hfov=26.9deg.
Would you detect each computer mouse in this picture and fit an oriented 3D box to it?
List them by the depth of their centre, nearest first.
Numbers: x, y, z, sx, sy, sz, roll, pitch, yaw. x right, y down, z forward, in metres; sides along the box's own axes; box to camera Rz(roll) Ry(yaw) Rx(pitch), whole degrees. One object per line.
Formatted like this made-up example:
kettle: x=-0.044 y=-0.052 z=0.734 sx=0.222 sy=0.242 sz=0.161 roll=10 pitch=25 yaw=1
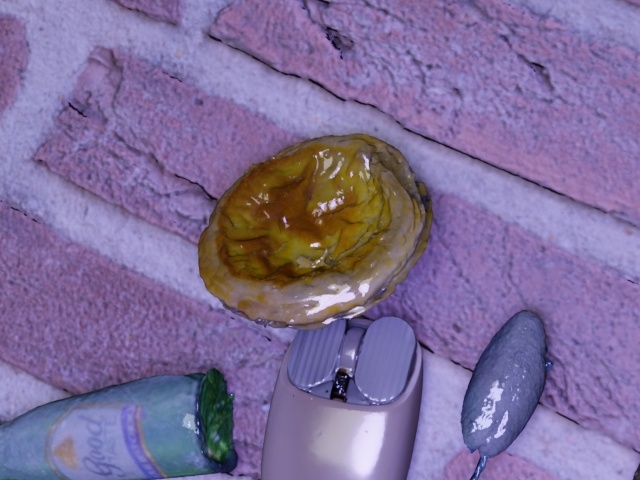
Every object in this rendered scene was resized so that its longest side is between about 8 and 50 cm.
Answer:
computer mouse: x=0.019 y=0.183 z=1.292 sx=0.145 sy=0.082 sz=0.236 roll=12 pitch=86 yaw=17

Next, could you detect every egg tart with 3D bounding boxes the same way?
egg tart: x=0.000 y=0.000 z=1.293 sx=0.241 sy=0.106 sz=0.241 roll=-13 pitch=46 yaw=14

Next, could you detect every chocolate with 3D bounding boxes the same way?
chocolate: x=-0.235 y=0.202 z=1.350 sx=0.291 sy=0.110 sz=0.110 roll=-11 pitch=79 yaw=15

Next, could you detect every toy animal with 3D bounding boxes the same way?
toy animal: x=0.151 y=0.184 z=1.256 sx=0.070 sy=0.079 sz=0.253 roll=26 pitch=89 yaw=16

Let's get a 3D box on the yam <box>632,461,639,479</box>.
yam: x=0.276 y=0.288 z=1.218 sx=0.061 sy=0.061 sz=0.274 roll=29 pitch=90 yaw=17
